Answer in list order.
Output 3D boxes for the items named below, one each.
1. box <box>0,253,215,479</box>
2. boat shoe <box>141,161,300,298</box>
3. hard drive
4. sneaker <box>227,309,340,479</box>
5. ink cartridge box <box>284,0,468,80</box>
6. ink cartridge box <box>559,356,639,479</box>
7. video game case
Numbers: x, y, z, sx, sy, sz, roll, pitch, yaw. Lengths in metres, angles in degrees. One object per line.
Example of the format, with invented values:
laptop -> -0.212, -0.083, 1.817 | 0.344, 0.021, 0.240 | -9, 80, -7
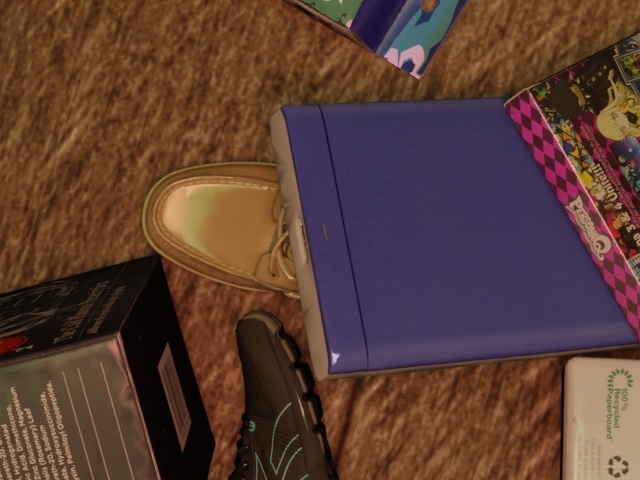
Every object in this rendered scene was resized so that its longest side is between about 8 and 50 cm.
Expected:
box -> -0.259, 0.154, 1.418 | 0.313, 0.343, 0.179 | -15, 98, 2
boat shoe -> 0.000, 0.000, 1.542 | 0.302, 0.098, 0.109 | 14, 90, 3
hard drive -> 0.130, -0.009, 1.479 | 0.319, 0.040, 0.210 | -4, 74, -23
sneaker -> -0.036, 0.190, 1.538 | 0.106, 0.101, 0.267 | -16, 87, 4
ink cartridge box -> -0.017, -0.287, 1.571 | 0.333, 0.065, 0.165 | 30, 89, 2
ink cartridge box -> 0.346, 0.259, 1.446 | 0.330, 0.071, 0.324 | 3, 76, 3
video game case -> 0.283, -0.053, 1.508 | 0.210, 0.042, 0.232 | -28, 87, -33
